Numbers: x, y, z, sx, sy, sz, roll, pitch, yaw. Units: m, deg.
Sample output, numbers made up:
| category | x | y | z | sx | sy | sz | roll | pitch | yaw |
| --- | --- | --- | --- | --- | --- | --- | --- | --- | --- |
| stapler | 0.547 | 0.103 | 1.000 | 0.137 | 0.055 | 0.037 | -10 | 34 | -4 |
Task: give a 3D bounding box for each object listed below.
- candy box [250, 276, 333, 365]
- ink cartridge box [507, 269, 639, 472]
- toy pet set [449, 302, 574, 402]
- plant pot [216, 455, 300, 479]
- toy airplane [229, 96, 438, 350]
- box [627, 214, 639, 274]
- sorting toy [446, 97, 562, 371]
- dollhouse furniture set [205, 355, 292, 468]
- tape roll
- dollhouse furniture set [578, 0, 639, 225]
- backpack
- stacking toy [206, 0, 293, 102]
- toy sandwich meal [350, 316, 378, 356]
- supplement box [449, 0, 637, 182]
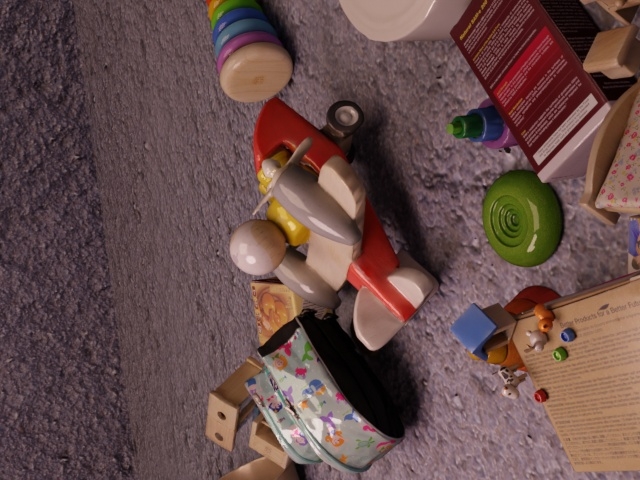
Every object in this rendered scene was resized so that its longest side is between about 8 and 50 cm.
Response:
| category | x | y | z | sx | sy | sz | roll | pitch | yaw |
| --- | --- | --- | --- | --- | --- | --- | --- | --- | --- |
| candy box | -0.041 | 0.229 | 1.537 | 0.183 | 0.088 | 0.316 | -3 | 96 | 61 |
| ink cartridge box | 0.328 | 0.137 | 0.827 | 0.193 | 0.088 | 0.235 | 67 | 154 | 7 |
| toy pet set | 0.205 | 0.119 | 0.877 | 0.114 | 0.065 | 0.122 | 49 | 147 | 39 |
| plant pot | -0.115 | 0.637 | 1.665 | 0.256 | 0.257 | 0.274 | -23 | 94 | 60 |
| toy airplane | 0.000 | 0.000 | 1.207 | 0.384 | 0.273 | 0.386 | -133 | 25 | -59 |
| box | 0.367 | 0.043 | 0.834 | 0.081 | 0.028 | 0.136 | 15 | 110 | 59 |
| sorting toy | 0.217 | 0.005 | 0.985 | 0.127 | 0.126 | 0.365 | -6 | 94 | 61 |
| dollhouse furniture set | -0.107 | 0.345 | 1.512 | 0.184 | 0.129 | 0.128 | 27 | 130 | 20 |
| tape roll | 0.124 | -0.411 | 1.048 | 0.286 | 0.100 | 0.286 | 26 | 121 | 56 |
| dollhouse furniture set | 0.250 | -0.136 | 0.639 | 0.355 | 0.174 | 0.303 | -63 | 23 | -7 |
| backpack | 0.015 | 0.264 | 1.297 | 0.191 | 0.225 | 0.253 | -46 | 66 | 7 |
| stacking toy | -0.167 | -0.430 | 1.525 | 0.141 | 0.141 | 0.330 | -59 | 45 | 49 |
| toy sandwich meal | 0.083 | 0.160 | 1.364 | 0.085 | 0.029 | 0.085 | 41 | 143 | 41 |
| supplement box | 0.257 | -0.201 | 0.906 | 0.239 | 0.073 | 0.130 | 65 | 146 | 23 |
